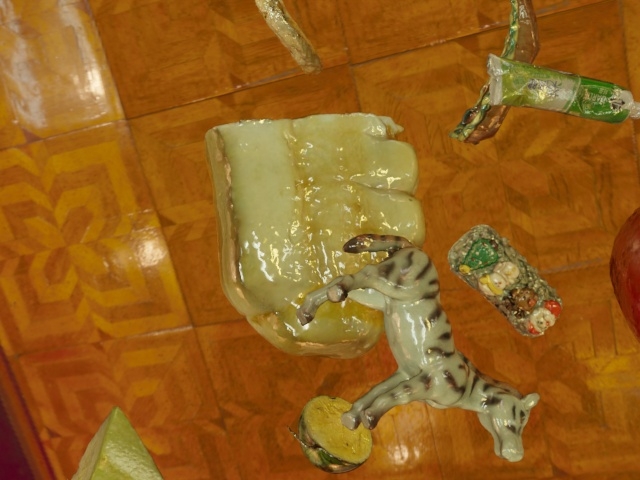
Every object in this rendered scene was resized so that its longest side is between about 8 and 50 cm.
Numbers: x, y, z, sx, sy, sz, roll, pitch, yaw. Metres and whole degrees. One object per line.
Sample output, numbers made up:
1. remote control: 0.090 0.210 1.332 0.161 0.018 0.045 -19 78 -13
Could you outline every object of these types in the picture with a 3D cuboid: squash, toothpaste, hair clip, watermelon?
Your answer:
1. squash: -0.230 0.353 0.728 0.155 0.204 0.237 23 111 -19
2. toothpaste: 0.337 -0.199 0.856 0.248 0.047 0.078 8 76 -16
3. hair clip: 0.419 0.105 1.361 0.321 0.091 0.138 39 105 -22
4. watermelon: 0.022 0.509 1.596 0.204 0.232 0.127 40 119 11

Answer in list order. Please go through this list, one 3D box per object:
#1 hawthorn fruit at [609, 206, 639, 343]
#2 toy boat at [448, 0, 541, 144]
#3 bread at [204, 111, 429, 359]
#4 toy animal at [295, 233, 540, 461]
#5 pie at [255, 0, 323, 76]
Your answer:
1. hawthorn fruit: 0.381 0.053 0.559 0.230 0.266 0.210 8 130 25
2. toy boat: 0.288 -0.284 0.996 0.099 0.108 0.293 18 124 9
3. bread: 0.000 0.000 0.893 0.300 0.210 0.341 -10 80 -12
4. toy animal: 0.085 0.118 0.589 0.255 0.170 0.090 56 145 -7
5. pie: -0.078 -0.480 1.384 0.055 0.274 0.274 -31 100 11
